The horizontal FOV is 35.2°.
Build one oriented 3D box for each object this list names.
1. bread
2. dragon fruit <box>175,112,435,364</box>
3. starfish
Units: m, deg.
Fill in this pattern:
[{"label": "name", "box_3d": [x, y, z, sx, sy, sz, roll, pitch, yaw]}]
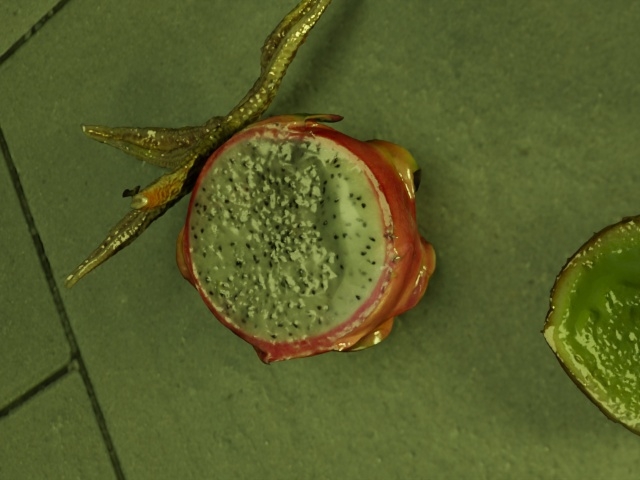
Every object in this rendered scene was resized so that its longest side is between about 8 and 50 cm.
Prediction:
[{"label": "bread", "box_3d": [0.337, 0.084, 0.996, 0.236, 0.070, 0.236, 2, 94, 36]}, {"label": "dragon fruit", "box_3d": [0.000, 0.000, 1.172, 0.290, 0.189, 0.291, 2, 95, 28]}, {"label": "starfish", "box_3d": [-0.169, -0.131, 1.249, 0.398, 0.384, 0.132, -14, 121, 47]}]
